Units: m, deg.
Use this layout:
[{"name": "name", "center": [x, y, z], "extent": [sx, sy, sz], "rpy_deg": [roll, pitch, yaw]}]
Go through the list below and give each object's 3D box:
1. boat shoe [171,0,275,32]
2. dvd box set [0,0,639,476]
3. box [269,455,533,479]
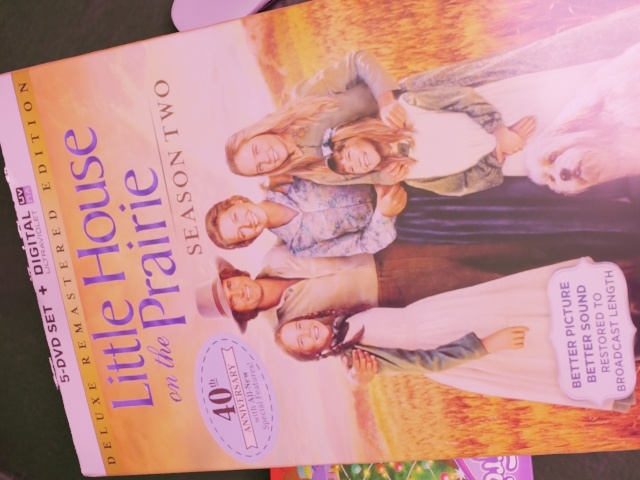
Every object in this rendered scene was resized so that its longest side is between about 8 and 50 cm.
[{"name": "boat shoe", "center": [-0.048, -0.198, 0.483], "extent": [0.142, 0.040, 0.049], "rpy_deg": [-28, 92, 14]}, {"name": "dvd box set", "center": [0.000, 0.000, 0.428], "extent": [0.420, 0.062, 0.308], "rpy_deg": [-7, 98, 14]}, {"name": "box", "center": [0.065, 0.245, 0.489], "extent": [0.201, 0.057, 0.293], "rpy_deg": [-5, 83, 12]}]
